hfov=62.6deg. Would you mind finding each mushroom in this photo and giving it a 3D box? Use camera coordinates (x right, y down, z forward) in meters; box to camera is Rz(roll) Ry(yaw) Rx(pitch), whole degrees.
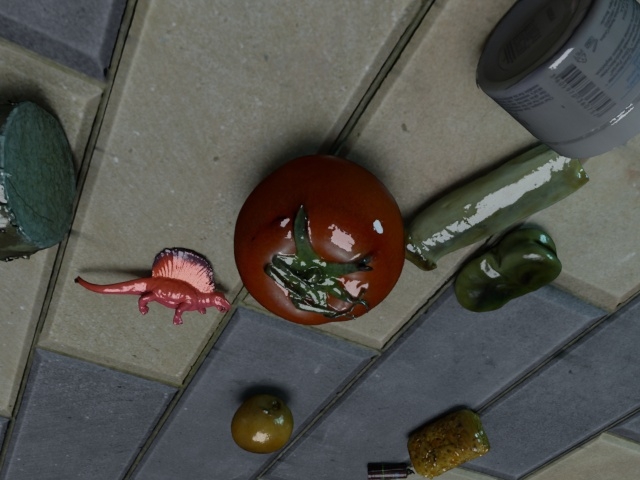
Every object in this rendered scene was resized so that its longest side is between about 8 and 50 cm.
[{"bbox_3d":[0.259,-0.052,0.836,0.312,0.081,0.100,-31,127,19],"label":"mushroom"}]

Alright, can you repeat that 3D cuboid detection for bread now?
[{"bbox_3d":[0.306,0.498,1.286,0.083,0.113,0.211,19,130,-36],"label":"bread"}]

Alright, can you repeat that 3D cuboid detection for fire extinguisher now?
[{"bbox_3d":[0.196,0.637,1.453,0.132,0.039,0.056,-3,140,3],"label":"fire extinguisher"}]

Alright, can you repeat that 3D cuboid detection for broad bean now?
[{"bbox_3d":[0.337,0.060,0.944,0.153,0.072,0.206,20,140,-12],"label":"broad bean"}]

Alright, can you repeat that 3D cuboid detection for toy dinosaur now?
[{"bbox_3d":[-0.296,0.067,0.960,0.286,0.070,0.138,18,118,-11],"label":"toy dinosaur"}]

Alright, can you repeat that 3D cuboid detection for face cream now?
[{"bbox_3d":[0.302,-0.211,0.631,0.153,0.177,0.177,31,124,-20],"label":"face cream"}]

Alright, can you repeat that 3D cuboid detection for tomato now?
[{"bbox_3d":[0.000,0.000,0.784,0.256,0.224,0.255,3,128,3],"label":"tomato"}]

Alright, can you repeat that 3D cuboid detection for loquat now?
[{"bbox_3d":[-0.134,0.417,1.202,0.141,0.141,0.141,0,131,0],"label":"loquat"}]

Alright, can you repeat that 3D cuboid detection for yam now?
[{"bbox_3d":[-0.537,-0.068,0.735,0.349,0.240,0.240,-9,130,5],"label":"yam"}]
